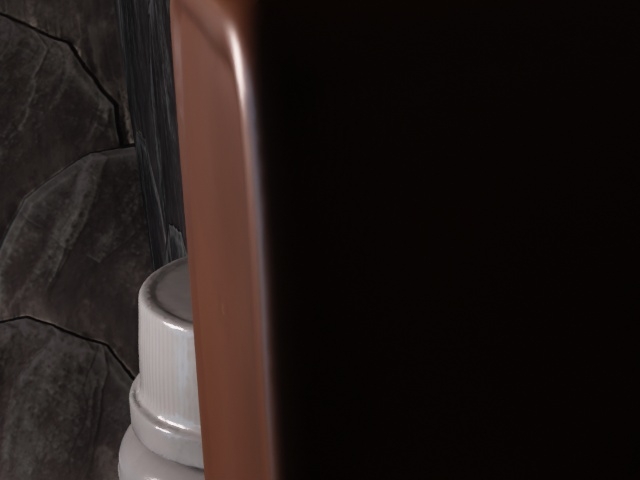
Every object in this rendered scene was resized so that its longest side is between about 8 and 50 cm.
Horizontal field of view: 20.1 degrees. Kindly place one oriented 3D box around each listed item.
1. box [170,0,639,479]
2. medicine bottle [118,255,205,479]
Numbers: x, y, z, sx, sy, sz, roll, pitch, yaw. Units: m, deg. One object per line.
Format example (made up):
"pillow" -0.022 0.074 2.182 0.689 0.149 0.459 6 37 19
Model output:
"box" 0.064 0.023 0.842 0.239 0.229 0.339 -129 34 -69
"medicine bottle" -0.038 0.177 1.428 0.245 0.245 0.306 -124 31 -68
